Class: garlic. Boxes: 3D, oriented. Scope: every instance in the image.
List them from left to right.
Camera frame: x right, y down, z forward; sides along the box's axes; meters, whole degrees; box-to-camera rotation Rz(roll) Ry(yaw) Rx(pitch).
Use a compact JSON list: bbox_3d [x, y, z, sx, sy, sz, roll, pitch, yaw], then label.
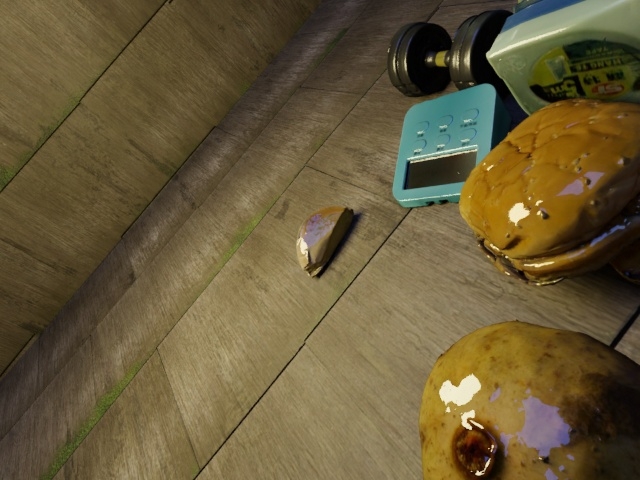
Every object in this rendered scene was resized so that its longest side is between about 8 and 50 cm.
[{"bbox_3d":[-0.006,-0.010,1.091,0.101,0.087,0.195,21,71,40],"label":"garlic"}]

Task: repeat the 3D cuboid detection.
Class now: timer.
[{"bbox_3d":[0.274,-0.198,0.968,0.232,0.091,0.249,-4,59,44],"label":"timer"}]

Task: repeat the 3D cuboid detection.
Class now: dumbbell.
[{"bbox_3d":[0.314,-0.438,1.063,0.185,0.185,0.388,-53,35,-5],"label":"dumbbell"}]

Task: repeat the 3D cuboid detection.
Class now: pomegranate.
[{"bbox_3d":[0.240,0.222,0.471,0.281,0.281,0.281,-28,41,27],"label":"pomegranate"}]

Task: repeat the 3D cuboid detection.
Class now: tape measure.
[{"bbox_3d":[0.446,-0.288,0.722,0.138,0.262,0.259,-52,28,-18],"label":"tape measure"}]

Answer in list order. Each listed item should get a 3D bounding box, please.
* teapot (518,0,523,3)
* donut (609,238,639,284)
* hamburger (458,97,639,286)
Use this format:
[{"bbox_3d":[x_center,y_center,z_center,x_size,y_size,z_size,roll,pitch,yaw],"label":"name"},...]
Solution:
[{"bbox_3d":[0.541,-0.464,0.878,0.240,0.321,0.239,-20,1,-32],"label":"teapot"},{"bbox_3d":[0.464,0.006,0.603,0.140,0.059,0.140,-29,40,27],"label":"donut"},{"bbox_3d":[0.353,-0.077,0.666,0.318,0.158,0.318,-45,16,17],"label":"hamburger"}]
